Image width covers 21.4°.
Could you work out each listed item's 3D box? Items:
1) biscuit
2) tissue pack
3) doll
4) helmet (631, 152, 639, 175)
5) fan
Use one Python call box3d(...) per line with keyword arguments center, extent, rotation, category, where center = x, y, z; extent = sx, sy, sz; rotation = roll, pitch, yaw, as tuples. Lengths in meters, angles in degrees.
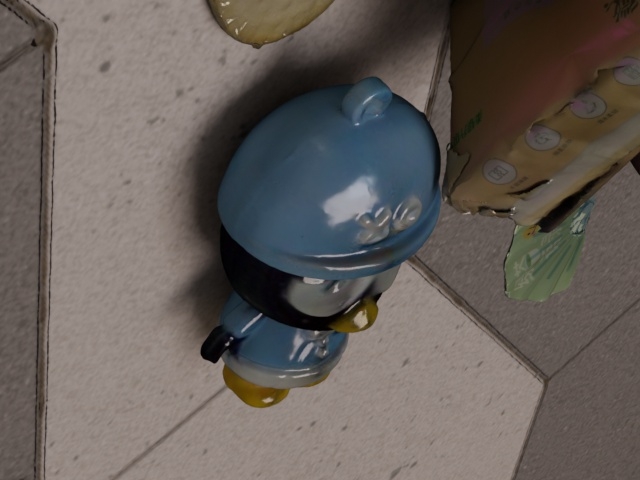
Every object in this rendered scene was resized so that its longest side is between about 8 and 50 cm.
box3d(center=(-0.015, -0.193, 1.111), extent=(0.152, 0.020, 0.152), rotation=(-34, 149, -24), category="biscuit")
box3d(center=(0.198, -0.148, 1.182), extent=(0.123, 0.215, 0.257), rotation=(23, 141, -26), category="tissue pack")
box3d(center=(0.000, 0.000, 1.250), extent=(0.177, 0.141, 0.314), rotation=(-24, 147, -33), category="doll")
box3d(center=(0.362, -0.147, 1.505), extent=(0.271, 0.197, 0.338), rotation=(-56, 160, -1), category="helmet")
box3d(center=(0.234, 0.001, 1.712), extent=(0.131, 0.009, 0.240), rotation=(-37, 150, -14), category="fan")
